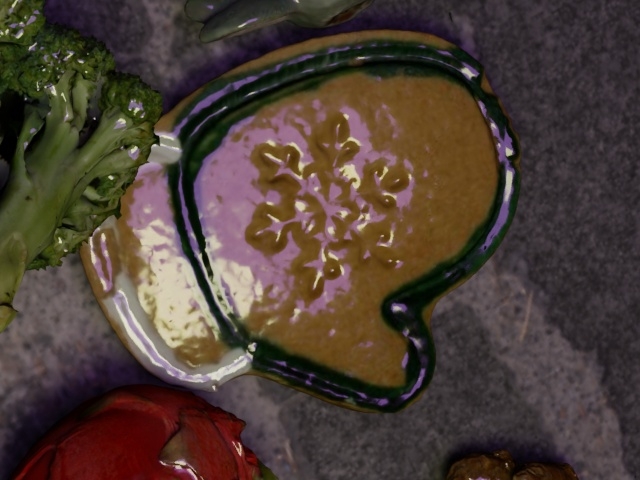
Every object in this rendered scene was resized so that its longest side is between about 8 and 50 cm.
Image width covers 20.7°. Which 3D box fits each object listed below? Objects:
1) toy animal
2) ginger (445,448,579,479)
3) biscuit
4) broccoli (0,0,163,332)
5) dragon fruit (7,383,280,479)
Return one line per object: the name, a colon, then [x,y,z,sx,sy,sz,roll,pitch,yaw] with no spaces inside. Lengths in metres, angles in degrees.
toy animal: [0.017,-0.216,1.265,0.251,0.127,0.125,-38,117,2]
ginger: [0.154,0.211,1.345,0.162,0.073,0.103,25,87,-19]
biscuit: [0.001,0.000,1.290,0.343,0.057,0.287,-21,100,-15]
broccoli: [-0.263,-0.042,1.076,0.321,0.283,0.304,-33,131,6]
dragon fruit: [-0.128,0.186,1.201,0.209,0.172,0.172,-28,102,-19]
